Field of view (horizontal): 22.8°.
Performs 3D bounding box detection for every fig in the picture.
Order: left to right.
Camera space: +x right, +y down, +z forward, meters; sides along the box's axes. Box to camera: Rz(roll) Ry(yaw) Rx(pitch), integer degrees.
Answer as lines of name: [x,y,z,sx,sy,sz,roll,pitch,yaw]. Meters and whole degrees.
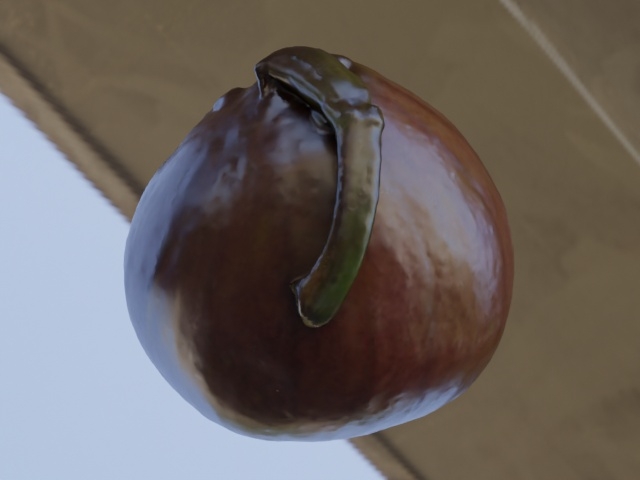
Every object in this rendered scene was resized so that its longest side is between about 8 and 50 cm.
fig: [0.000,0.000,0.767,0.205,0.205,0.205,2,-58,4]
